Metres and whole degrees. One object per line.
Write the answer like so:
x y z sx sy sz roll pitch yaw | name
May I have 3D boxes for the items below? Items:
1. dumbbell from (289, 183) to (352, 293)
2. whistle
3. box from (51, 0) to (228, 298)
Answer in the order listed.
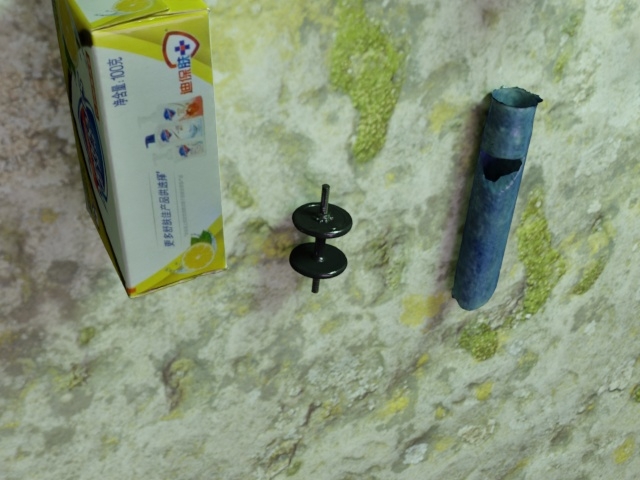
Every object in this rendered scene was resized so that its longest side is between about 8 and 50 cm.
0.000 0.000 1.082 0.069 0.069 0.147 -12 128 -26 | dumbbell
0.218 -0.045 1.197 0.062 0.062 0.304 -13 128 -25 | whistle
-0.159 -0.105 0.836 0.097 0.168 0.265 -15 131 -20 | box
